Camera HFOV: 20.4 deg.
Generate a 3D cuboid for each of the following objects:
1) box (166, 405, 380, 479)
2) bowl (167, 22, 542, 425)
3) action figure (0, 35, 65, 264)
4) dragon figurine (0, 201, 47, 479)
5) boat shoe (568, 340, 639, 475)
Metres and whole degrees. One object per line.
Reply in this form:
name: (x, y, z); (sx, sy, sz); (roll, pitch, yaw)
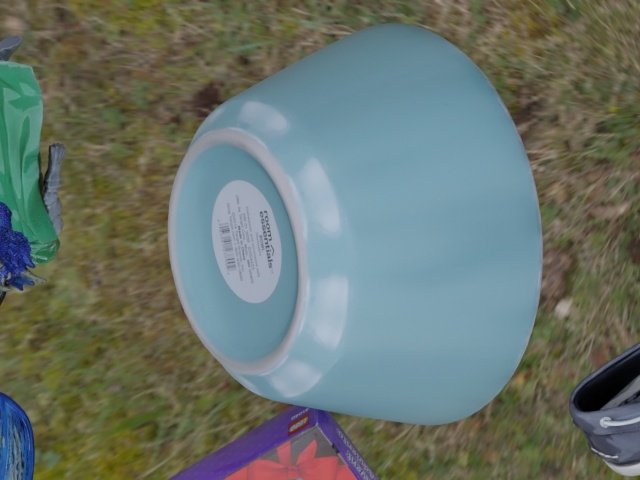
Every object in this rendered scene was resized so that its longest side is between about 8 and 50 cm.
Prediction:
box: (-0.069, 0.279, 1.450); (0.293, 0.057, 0.201); (-32, 110, 12)
bowl: (0.000, 0.000, 1.316); (0.311, 0.163, 0.311); (18, 113, 51)
action figure: (-0.267, -0.074, 1.546); (0.137, 0.063, 0.232); (22, 136, 34)
dragon figurine: (-0.214, 0.122, 0.962); (0.144, 0.085, 0.289); (-13, 73, 40)
boat shoe: (0.240, 0.067, 1.057); (0.206, 0.075, 0.065); (-35, 125, 20)
